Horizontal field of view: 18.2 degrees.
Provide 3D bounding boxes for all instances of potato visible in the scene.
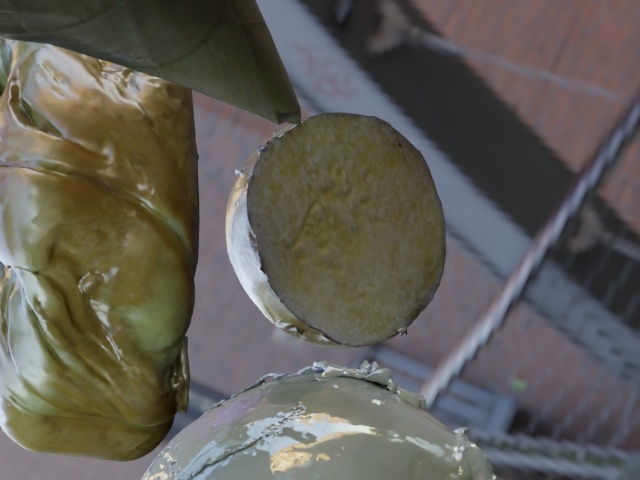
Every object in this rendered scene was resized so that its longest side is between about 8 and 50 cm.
[{"bbox_3d":[0.000,0.000,1.997,0.116,0.239,0.299,-21,-1,42],"label":"potato"}]

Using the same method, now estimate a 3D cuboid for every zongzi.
[{"bbox_3d":[-0.165,-0.125,1.100,0.274,0.300,0.145,-36,24,-23],"label":"zongzi"}]

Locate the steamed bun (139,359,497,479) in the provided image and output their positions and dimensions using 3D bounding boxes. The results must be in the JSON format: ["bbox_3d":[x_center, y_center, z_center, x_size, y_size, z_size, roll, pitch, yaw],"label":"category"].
[{"bbox_3d":[-0.029,0.241,1.709,0.334,0.233,0.312,-19,5,46],"label":"steamed bun"}]

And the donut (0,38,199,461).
[{"bbox_3d":[-0.182,-0.015,1.490,0.360,0.170,0.360,-179,90,-79],"label":"donut"}]
